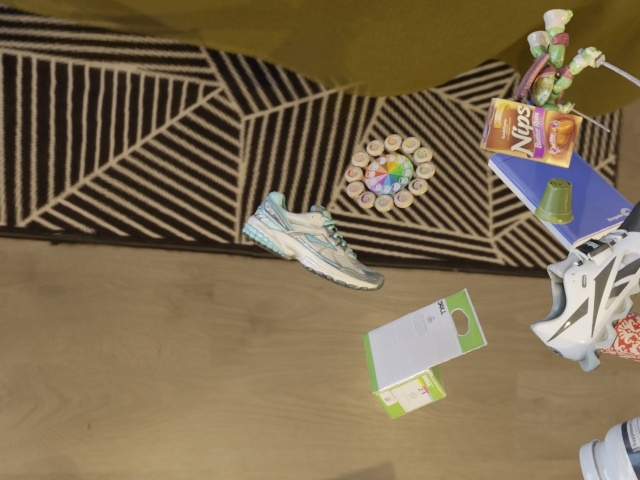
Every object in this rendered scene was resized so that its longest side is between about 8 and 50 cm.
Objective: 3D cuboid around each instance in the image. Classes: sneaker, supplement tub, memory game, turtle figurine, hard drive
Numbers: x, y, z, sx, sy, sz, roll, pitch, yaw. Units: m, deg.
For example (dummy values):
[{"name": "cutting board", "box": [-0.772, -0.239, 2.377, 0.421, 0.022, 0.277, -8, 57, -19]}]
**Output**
[{"name": "sneaker", "box": [0.481, 0.048, 1.282, 0.146, 0.122, 0.330, 30, 83, 2]}, {"name": "supplement tub", "box": [0.570, 0.351, 1.149, 0.272, 0.191, 0.191, -32, 103, 26]}, {"name": "memory game", "box": [0.135, -0.136, 1.462, 0.186, 0.186, 0.012, -47, 144, -11]}, {"name": "turtle figurine", "box": [0.592, -0.391, 1.737, 0.275, 0.198, 0.266, -10, 69, 21]}, {"name": "sneaker", "box": [0.000, 0.000, 1.377, 0.283, 0.110, 0.122, 27, 87, 5]}, {"name": "hard drive", "box": [0.586, -0.124, 1.789, 0.210, 0.040, 0.318, -20, 52, -19]}]

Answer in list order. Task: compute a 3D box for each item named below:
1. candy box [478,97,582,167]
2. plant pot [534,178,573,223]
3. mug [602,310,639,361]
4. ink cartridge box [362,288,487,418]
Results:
[{"name": "candy box", "box": [0.436, -0.225, 1.544, 0.187, 0.053, 0.109, 12, 101, -3]}, {"name": "plant pot", "box": [0.514, -0.090, 1.609, 0.083, 0.083, 0.079, -8, 121, -16]}, {"name": "mug", "box": [0.608, 0.180, 1.539, 0.169, 0.150, 0.113, 17, 106, -10]}, {"name": "ink cartridge box", "box": [0.231, 0.240, 1.578, 0.255, 0.189, 0.097, -26, 122, 13]}]
